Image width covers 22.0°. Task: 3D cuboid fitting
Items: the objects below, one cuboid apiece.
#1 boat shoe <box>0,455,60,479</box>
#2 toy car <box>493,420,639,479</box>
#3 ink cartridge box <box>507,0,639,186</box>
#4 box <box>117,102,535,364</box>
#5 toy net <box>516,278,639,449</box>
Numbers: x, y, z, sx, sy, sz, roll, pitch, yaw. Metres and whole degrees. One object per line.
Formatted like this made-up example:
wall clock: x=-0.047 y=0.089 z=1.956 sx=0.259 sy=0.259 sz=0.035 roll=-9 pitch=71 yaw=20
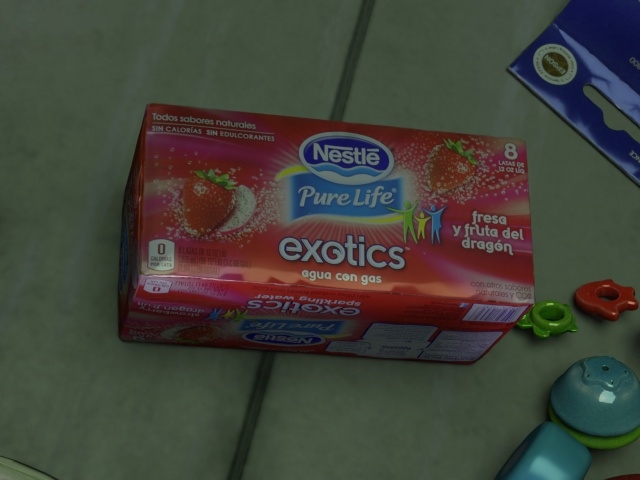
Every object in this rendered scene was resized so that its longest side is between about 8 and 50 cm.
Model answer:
boat shoe: x=-0.099 y=0.268 z=0.940 sx=0.500 sy=0.156 sz=0.186 roll=21 pitch=69 yaw=13
toy car: x=0.203 y=0.216 z=0.982 sx=0.219 sy=0.238 sz=0.210 roll=37 pitch=64 yaw=3
ink cartridge box: x=0.327 y=-0.200 z=1.290 sx=0.176 sy=0.069 sz=0.371 roll=42 pitch=67 yaw=6
box: x=0.000 y=0.000 z=1.086 sx=0.257 sy=0.128 sz=0.122 roll=4 pitch=67 yaw=-11
toy net: x=0.259 y=0.072 z=1.164 sx=0.232 sy=0.045 sz=0.122 roll=-11 pitch=39 yaw=-16
